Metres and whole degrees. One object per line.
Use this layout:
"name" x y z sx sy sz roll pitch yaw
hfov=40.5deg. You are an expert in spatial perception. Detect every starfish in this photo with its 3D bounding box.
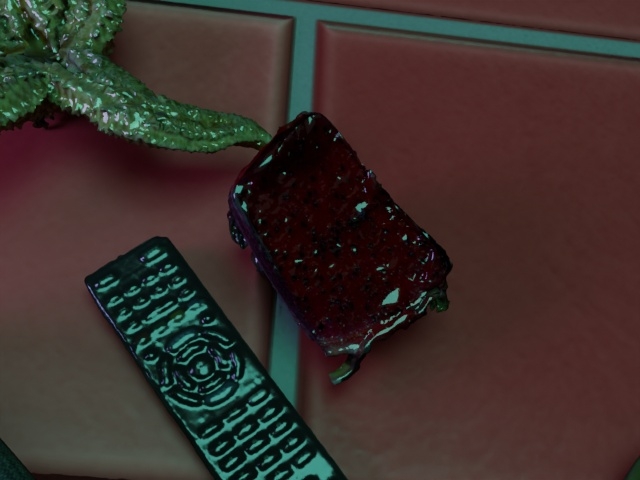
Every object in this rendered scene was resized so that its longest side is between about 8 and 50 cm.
"starfish" -0.217 -0.141 0.593 0.301 0.084 0.294 -14 57 -20

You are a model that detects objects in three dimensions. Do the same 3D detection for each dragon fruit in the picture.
"dragon fruit" 0.000 0.000 0.539 0.102 0.096 0.147 -36 100 -16

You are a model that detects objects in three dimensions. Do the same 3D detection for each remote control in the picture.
"remote control" -0.052 0.098 0.499 0.063 0.025 0.245 -30 67 -23

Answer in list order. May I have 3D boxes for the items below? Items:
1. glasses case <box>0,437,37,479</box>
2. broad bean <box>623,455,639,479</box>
"glasses case" -0.165 0.131 0.397 0.323 0.131 0.074 42 64 17
"broad bean" 0.233 0.201 0.458 0.153 0.072 0.207 -12 50 -17
